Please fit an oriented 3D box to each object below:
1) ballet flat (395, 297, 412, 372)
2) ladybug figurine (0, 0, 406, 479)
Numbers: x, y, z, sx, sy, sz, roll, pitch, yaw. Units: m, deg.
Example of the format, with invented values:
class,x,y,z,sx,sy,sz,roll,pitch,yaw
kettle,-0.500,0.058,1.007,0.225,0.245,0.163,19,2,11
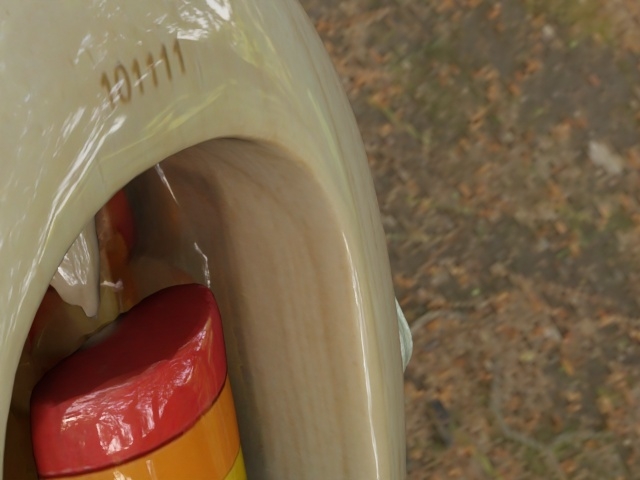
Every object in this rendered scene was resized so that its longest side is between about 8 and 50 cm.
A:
class,x,y,z,sx,sy,sz,roll,pitch,yaw
ballet flat,0.000,0.000,0.941,0.052,0.057,0.168,-19,87,-66
ladybug figurine,-0.096,0.088,0.660,0.305,0.162,0.449,-34,126,-48
